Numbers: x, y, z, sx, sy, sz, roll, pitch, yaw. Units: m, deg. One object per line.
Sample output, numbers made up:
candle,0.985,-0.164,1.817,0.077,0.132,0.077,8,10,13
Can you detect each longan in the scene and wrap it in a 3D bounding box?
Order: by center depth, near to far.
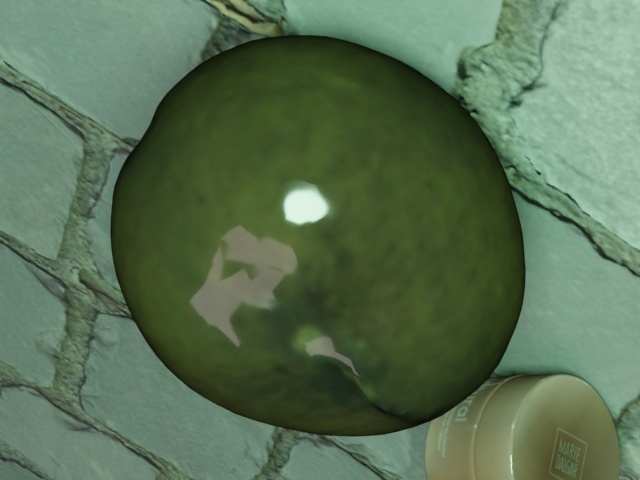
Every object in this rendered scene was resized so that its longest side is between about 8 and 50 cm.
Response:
longan,0.000,0.000,1.301,0.319,0.319,0.319,23,144,18

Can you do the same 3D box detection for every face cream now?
face cream,0.178,0.192,1.506,0.104,0.149,0.149,-8,126,47
